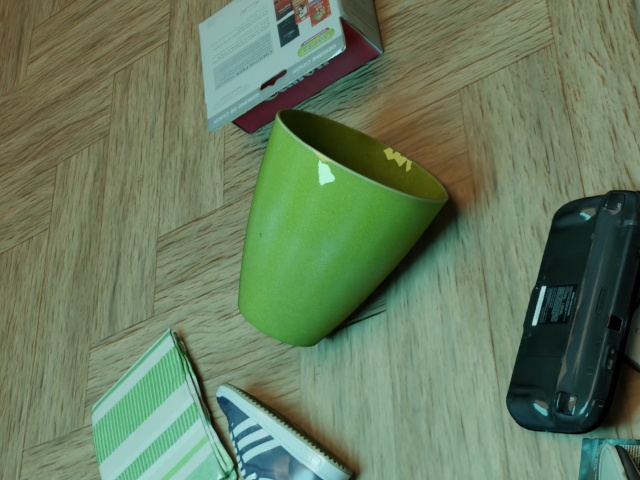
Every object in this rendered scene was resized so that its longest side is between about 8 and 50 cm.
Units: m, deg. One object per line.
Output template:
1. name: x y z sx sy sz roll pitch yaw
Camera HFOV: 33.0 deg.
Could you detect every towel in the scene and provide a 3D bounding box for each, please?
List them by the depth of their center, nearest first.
1. towel: -0.270 0.333 1.773 0.248 0.038 0.325 -44 46 15

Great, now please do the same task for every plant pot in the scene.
1. plant pot: 0.000 0.000 1.587 0.275 0.275 0.293 45 114 47

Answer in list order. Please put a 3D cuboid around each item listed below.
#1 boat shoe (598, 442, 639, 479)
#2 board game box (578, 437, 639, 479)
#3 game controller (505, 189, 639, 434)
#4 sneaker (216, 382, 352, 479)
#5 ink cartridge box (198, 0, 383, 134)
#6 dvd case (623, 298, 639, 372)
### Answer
1. boat shoe: 0.358 0.311 1.171 0.065 0.075 0.206 -3 46 -8
2. board game box: 0.349 0.318 1.223 0.126 0.026 0.186 -6 62 40
3. game controller: 0.323 0.085 1.354 0.166 0.067 0.319 -20 49 65
4. sneaker: -0.092 0.324 1.568 0.282 0.099 0.153 29 85 44
5. ink cartridge box: -0.056 -0.332 1.904 0.309 0.130 0.272 -28 51 28
6. dvd case: 0.472 0.072 1.261 0.253 0.022 0.180 -54 43 4
